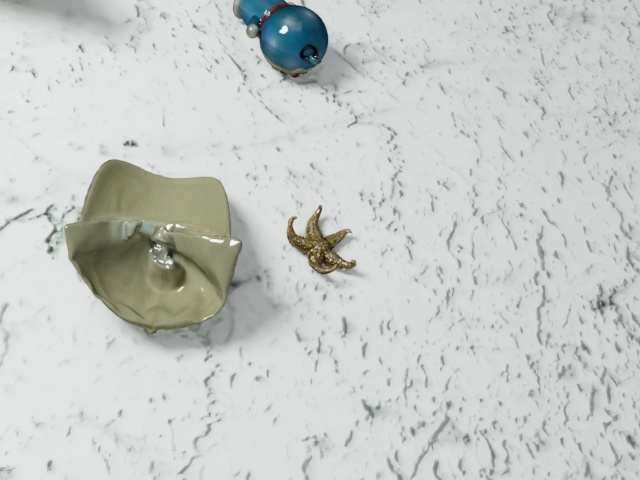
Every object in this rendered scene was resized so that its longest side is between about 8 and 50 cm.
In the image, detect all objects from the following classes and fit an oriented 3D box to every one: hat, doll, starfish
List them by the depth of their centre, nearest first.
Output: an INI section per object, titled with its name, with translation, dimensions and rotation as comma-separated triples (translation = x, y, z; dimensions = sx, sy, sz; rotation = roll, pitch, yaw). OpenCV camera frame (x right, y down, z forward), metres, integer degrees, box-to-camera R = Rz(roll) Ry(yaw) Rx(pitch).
[hat]
translation = -0.170, 0.003, 0.848
dimensions = 0.166, 0.144, 0.173
rotation = 9, 13, -8
[starfish]
translation = 0.000, 0.000, 0.908
dimensions = 0.078, 0.028, 0.091
rotation = 5, 54, -20
[doll]
translation = -0.047, -0.268, 1.038
dimensions = 0.114, 0.085, 0.152
rotation = -21, 55, -39
